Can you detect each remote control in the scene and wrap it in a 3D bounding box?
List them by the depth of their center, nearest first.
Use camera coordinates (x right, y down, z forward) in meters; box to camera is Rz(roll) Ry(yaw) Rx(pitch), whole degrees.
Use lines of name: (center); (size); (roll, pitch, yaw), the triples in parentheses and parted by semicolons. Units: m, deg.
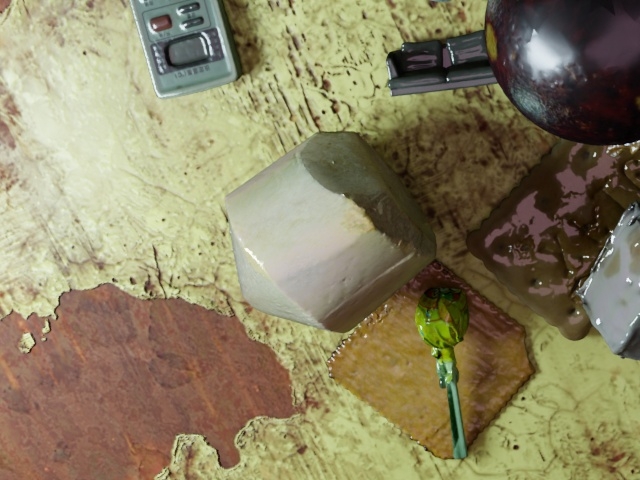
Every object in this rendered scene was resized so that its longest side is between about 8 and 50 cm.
remote control: (-0.193, -0.331, 1.607); (0.123, 0.038, 0.285); (-11, 104, 11)

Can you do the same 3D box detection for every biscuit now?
biscuit: (0.366, -0.039, 1.616); (0.217, 0.044, 0.325); (41, 106, -7)
biscuit: (0.159, 0.165, 1.714); (0.237, 0.013, 0.232); (37, 106, -5)

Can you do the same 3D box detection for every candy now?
candy: (0.444, 0.056, 1.551); (0.195, 0.137, 0.185); (14, 119, -25)
candy: (0.174, 0.185, 1.683); (0.073, 0.077, 0.262); (-5, 113, 11)

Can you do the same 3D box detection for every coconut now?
coconut: (0.000, 0.000, 1.576); (0.244, 0.239, 0.239); (-36, 98, 11)

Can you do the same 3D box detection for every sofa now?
sofa: (0.157, -0.225, 1.568); (0.147, 0.085, 0.060); (-6, 108, 9)

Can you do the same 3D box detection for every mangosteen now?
mangosteen: (0.352, -0.231, 1.448); (0.306, 0.306, 0.359); (-18, 136, 12)
